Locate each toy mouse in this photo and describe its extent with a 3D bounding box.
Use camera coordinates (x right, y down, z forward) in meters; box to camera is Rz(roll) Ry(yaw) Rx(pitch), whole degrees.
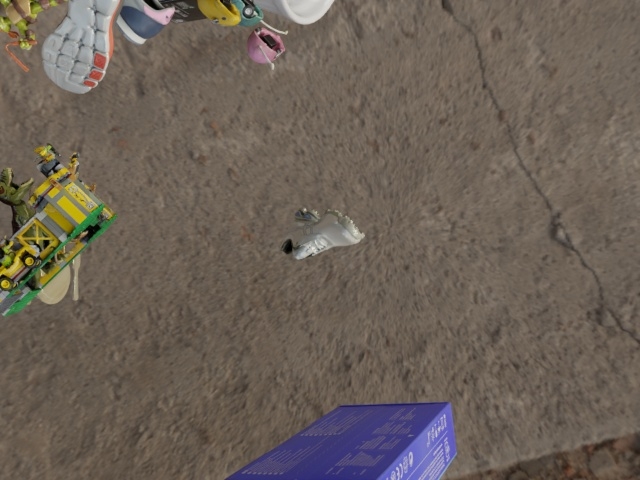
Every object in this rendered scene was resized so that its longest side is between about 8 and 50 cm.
[{"bbox_3d":[-0.084,-0.246,0.833,0.031,0.143,0.161,-41,75,22],"label":"toy mouse"}]

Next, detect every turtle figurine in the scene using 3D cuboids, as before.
[{"bbox_3d":[-0.738,-0.577,1.837,0.217,0.087,0.269,-32,83,12],"label":"turtle figurine"}]

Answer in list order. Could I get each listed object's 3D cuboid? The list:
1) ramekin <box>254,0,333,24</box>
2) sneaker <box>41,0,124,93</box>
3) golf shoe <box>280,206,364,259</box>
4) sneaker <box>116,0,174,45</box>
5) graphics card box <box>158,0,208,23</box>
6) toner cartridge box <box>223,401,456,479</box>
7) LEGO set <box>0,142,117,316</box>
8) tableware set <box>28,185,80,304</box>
[{"bbox_3d":[-0.061,-0.514,1.220,0.135,0.277,0.277,18,93,20],"label":"ramekin"},{"bbox_3d":[-0.209,-0.205,0.677,0.061,0.065,0.158,29,132,-13],"label":"sneaker"},{"bbox_3d":[0.000,0.000,1.115,0.069,0.176,0.086,43,72,-22],"label":"golf shoe"},{"bbox_3d":[-0.437,-0.593,1.577,0.131,0.112,0.319,-26,111,21],"label":"sneaker"},{"bbox_3d":[-0.251,-0.646,1.871,0.371,0.233,0.094,-7,95,12],"label":"graphics card box"},{"bbox_3d":[0.040,0.261,0.841,0.165,0.348,0.075,-8,88,22],"label":"toner cartridge box"},{"bbox_3d":[-0.416,-0.035,0.952,0.255,0.331,0.192,-45,98,-1],"label":"LEGO set"},{"bbox_3d":[-0.448,0.006,1.191,0.039,0.128,0.194,0,88,18],"label":"tableware set"}]
